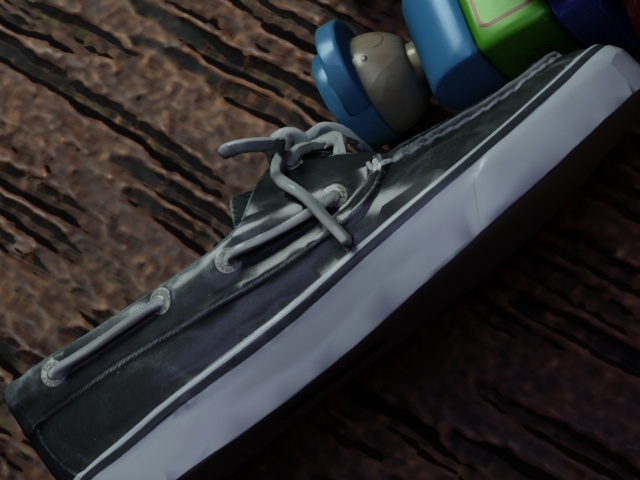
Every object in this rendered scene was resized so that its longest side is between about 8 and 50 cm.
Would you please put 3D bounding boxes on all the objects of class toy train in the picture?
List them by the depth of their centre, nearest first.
[{"bbox_3d":[0.043,-0.170,0.927,0.143,0.105,0.248,-28,62,17],"label":"toy train"}]

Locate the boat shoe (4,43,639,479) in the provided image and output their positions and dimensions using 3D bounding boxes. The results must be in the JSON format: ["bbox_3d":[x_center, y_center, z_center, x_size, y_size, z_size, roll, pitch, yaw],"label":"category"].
[{"bbox_3d":[0.000,0.001,0.849,0.306,0.113,0.105,-40,79,6],"label":"boat shoe"}]
